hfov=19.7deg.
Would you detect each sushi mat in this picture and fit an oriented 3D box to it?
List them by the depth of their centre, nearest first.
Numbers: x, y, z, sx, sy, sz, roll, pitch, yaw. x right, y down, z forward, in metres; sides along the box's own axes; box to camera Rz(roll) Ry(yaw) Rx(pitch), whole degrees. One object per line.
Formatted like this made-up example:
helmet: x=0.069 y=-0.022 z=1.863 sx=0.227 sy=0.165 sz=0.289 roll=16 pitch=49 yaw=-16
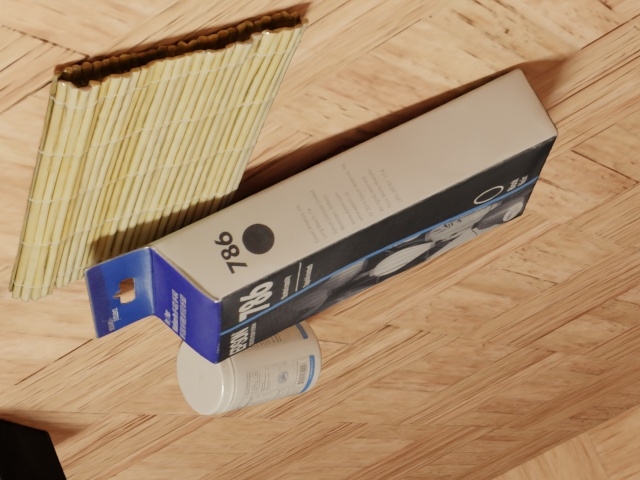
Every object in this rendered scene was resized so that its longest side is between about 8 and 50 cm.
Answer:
sushi mat: x=-0.108 y=-0.042 z=1.137 sx=0.151 sy=0.019 sz=0.316 roll=-19 pitch=162 yaw=-21

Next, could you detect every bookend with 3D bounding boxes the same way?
bookend: x=-0.311 y=0.218 z=1.550 sx=0.157 sy=0.072 sz=0.156 roll=-27 pitch=164 yaw=8

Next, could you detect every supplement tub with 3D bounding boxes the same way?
supplement tub: x=-0.059 y=0.103 z=1.551 sx=0.107 sy=0.071 sz=0.071 roll=-9 pitch=158 yaw=-37

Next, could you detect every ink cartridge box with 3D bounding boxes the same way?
ink cartridge box: x=0.000 y=0.000 z=1.293 sx=0.333 sy=0.065 sz=0.165 roll=-25 pitch=165 yaw=-10
